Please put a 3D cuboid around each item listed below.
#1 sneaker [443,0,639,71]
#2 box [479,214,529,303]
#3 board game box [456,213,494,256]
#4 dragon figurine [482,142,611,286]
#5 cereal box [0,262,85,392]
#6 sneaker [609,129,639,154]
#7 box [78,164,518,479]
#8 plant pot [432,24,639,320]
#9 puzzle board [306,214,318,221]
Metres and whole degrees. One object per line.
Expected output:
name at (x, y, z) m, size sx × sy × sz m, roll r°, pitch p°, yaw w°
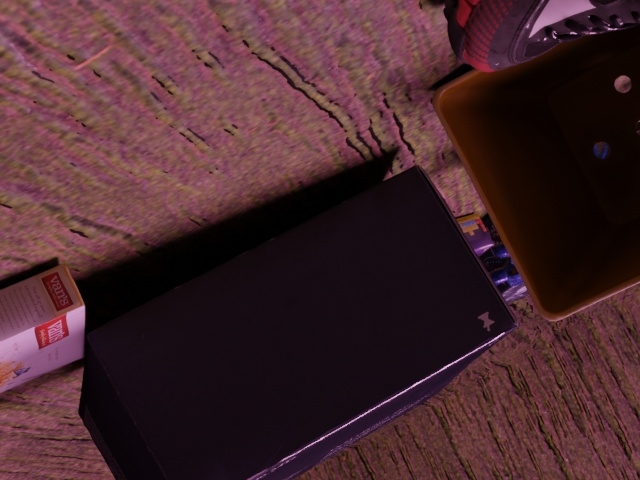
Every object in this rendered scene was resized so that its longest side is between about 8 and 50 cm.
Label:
sneaker at (0.191, -0.171, 0.914) m, size 0.097 × 0.135 × 0.276 m, roll -15°, pitch 163°, yaw -46°
box at (0.261, 0.005, 1.760) m, size 0.156 × 0.093 × 0.158 m, roll -16°, pitch 164°, yaw -37°
board game box at (0.095, 0.035, 1.656) m, size 0.170 × 0.048 × 0.141 m, roll -16°, pitch 163°, yaw -39°
dragon figurine at (0.257, -0.047, 1.456) m, size 0.289 × 0.144 × 0.085 m, roll -18°, pitch 164°, yaw -32°
cereal box at (-0.308, 0.106, 1.167) m, size 0.240 × 0.047 × 0.173 m, roll -23°, pitch 167°, yaw -15°
sneaker at (0.433, -0.125, 1.592) m, size 0.330 × 0.122 × 0.146 m, roll -7°, pitch 123°, yaw -12°
box at (-0.036, 0.122, 1.357) m, size 0.343 × 0.179 × 0.312 m, roll -28°, pitch 170°, yaw -19°
plant pot at (0.255, -0.084, 1.204) m, size 0.212 × 0.212 × 0.187 m, roll -28°, pitch 178°, yaw 25°
puzzle board at (0.000, 0.000, 1.431) m, size 0.096 × 0.011 × 0.128 m, roll -36°, pitch 163°, yaw 31°
